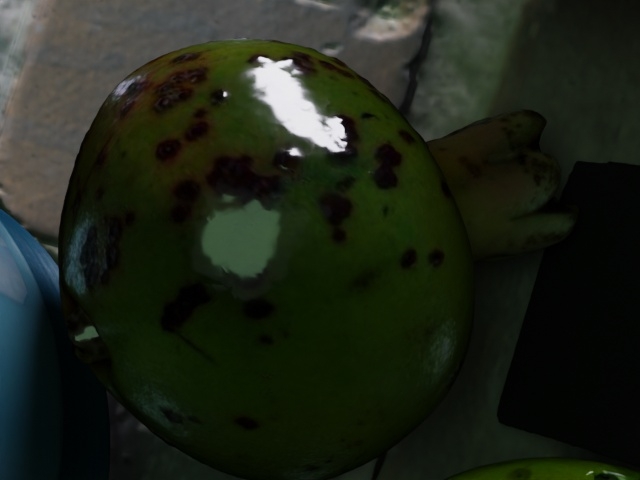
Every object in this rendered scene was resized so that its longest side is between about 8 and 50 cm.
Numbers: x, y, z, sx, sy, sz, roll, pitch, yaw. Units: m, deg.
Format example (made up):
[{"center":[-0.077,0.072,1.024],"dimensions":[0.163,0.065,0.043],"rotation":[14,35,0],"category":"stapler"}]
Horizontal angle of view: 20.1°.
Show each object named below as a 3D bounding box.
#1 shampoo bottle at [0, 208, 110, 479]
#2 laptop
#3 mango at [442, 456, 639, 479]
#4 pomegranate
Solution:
[{"center":[-0.305,0.068,0.742],"dimensions":[0.331,0.342,0.331],"rotation":[-6,71,17],"category":"shampoo bottle"},{"center":[0.154,0.034,0.781],"dimensions":[0.016,0.197,0.135],"rotation":[20,86,-29],"category":"laptop"},{"center":[0.105,0.152,0.798],"dimensions":[0.178,0.100,0.119],"rotation":[-9,122,6],"category":"mango"},{"center":[0.000,0.000,0.810],"dimensions":[0.248,0.202,0.202],"rotation":[-21,76,-22],"category":"pomegranate"}]
